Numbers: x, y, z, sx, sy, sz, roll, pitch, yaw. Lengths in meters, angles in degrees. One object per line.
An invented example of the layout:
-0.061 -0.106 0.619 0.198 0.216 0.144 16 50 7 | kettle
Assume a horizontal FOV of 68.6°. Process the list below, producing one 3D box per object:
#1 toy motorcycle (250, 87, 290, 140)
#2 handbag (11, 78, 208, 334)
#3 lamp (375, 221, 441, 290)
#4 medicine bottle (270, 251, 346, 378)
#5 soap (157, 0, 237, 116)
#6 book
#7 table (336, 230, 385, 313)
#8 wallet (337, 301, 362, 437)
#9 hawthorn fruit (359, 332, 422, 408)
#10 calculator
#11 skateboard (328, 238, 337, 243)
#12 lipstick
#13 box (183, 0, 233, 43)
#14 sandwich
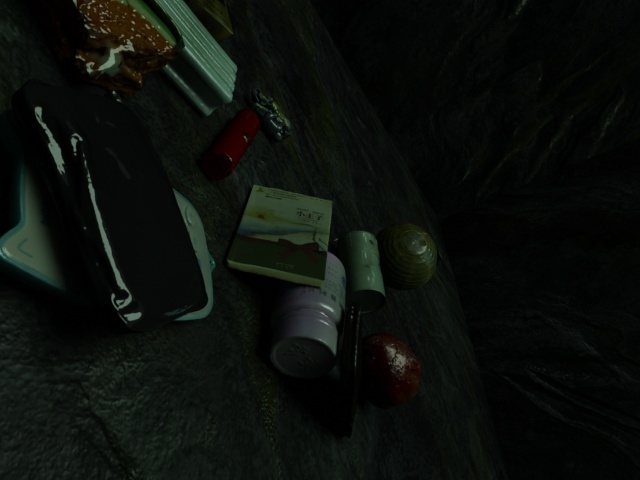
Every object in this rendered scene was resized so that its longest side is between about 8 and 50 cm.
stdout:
-0.137 -0.344 1.341 0.193 0.061 0.124 35 39 -55 | toy motorcycle
-0.253 -0.049 0.594 0.331 0.075 0.192 66 19 2 | handbag
0.293 0.072 1.706 0.284 0.251 0.250 109 -26 -57 | lamp
-0.023 0.145 0.973 0.152 0.152 0.254 53 23 -30 | medicine bottle
-0.298 -0.415 0.998 0.265 0.088 0.159 47 28 -41 | soap
-0.077 -0.019 1.020 0.289 0.202 0.026 -85 -172 -52 | book
0.118 0.091 1.394 0.126 0.127 0.219 46 30 -41 | table
0.063 0.282 0.984 0.309 0.042 0.165 87 14 -46 | wallet
0.152 0.310 1.183 0.235 0.181 0.181 51 26 -32 | hawthorn fruit
-0.277 -0.009 0.677 0.386 0.055 0.255 31 41 -58 | calculator
0.000 0.000 1.269 0.063 0.083 0.032 67 22 5 | skateboard
-0.196 -0.225 1.067 0.073 0.073 0.279 55 23 -25 | lipstick
-0.319 -0.649 1.216 0.159 0.071 0.239 19 50 -58 | box
-0.358 -0.354 0.783 0.292 0.109 0.211 -16 91 -64 | sandwich
